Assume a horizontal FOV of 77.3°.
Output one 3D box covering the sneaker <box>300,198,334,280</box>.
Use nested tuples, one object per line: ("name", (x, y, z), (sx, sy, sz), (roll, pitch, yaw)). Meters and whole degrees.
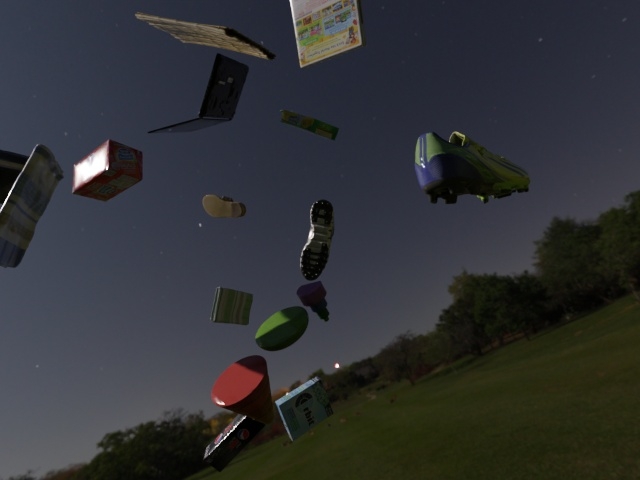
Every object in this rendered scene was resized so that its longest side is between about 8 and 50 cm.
("sneaker", (0.000, 0.000, 1.150), (0.078, 0.234, 0.106), (11, 6, 10))

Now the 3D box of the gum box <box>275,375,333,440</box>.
("gum box", (-0.058, 0.626, 1.494), (0.185, 0.156, 0.041), (-24, 13, -25))

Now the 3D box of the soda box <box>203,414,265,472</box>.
("soda box", (-0.220, 0.507, 1.033), (0.169, 0.060, 0.053), (-45, 12, -1))

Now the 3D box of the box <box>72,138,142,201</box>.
("box", (-0.778, -0.248, 1.459), (0.257, 0.122, 0.128), (-19, -21, 31))

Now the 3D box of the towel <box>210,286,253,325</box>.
("towel", (-0.286, 0.219, 1.316), (0.023, 0.113, 0.152), (0, -14, 40))

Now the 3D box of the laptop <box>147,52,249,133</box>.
("laptop", (-0.341, -0.409, 1.150), (0.234, 0.137, 0.264), (-61, -5, -71))

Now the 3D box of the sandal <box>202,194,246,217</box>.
("sandal", (-0.365, -0.132, 1.593), (0.240, 0.088, 0.079), (13, 14, 36))

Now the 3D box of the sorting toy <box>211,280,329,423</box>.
("sorting toy", (-0.072, 0.245, 0.869), (0.127, 0.126, 0.365), (-11, 27, 39))

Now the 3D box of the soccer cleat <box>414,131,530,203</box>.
("soccer cleat", (0.267, -0.127, 0.675), (0.289, 0.121, 0.093), (-5, -9, -39))

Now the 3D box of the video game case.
("video game case", (0.016, -0.608, 1.094), (0.227, 0.206, 0.026), (1, 15, 41))

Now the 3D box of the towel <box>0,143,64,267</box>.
("towel", (-0.696, -0.074, 0.946), (0.034, 0.284, 0.209), (22, -18, -19))

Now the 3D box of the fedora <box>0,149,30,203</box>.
("fedora", (-0.938, -0.187, 1.136), (0.334, 0.152, 0.334), (13, 3, -1))

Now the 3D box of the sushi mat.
("sushi mat", (-0.256, -0.452, 0.883), (0.151, 0.317, 0.019), (1, -68, -57))

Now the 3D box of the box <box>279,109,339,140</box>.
("box", (-0.042, -0.350, 1.203), (0.105, 0.179, 0.043), (7, -70, -43))
